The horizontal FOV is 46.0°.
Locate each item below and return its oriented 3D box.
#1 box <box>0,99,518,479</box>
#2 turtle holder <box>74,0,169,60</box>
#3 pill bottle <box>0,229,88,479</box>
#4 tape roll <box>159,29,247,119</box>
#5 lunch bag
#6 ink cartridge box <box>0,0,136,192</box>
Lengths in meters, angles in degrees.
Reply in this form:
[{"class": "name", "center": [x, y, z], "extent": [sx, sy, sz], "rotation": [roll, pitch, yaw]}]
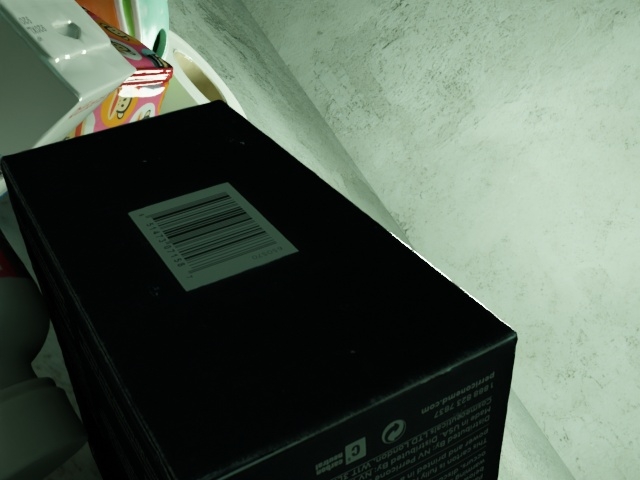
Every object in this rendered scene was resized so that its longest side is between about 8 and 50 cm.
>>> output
[{"class": "box", "center": [-0.059, 0.118, 0.524], "extent": [0.343, 0.179, 0.312], "rotation": [43, -36, 46]}, {"class": "turtle holder", "center": [-0.348, -0.321, 1.144], "extent": [0.227, 0.243, 0.320], "rotation": [68, -24, 4]}, {"class": "pill bottle", "center": [-0.291, 0.032, 0.485], "extent": [0.318, 0.176, 0.176], "rotation": [54, 15, 8]}, {"class": "tape roll", "center": [-0.266, -0.283, 1.473], "extent": [0.286, 0.100, 0.286], "rotation": [47, 16, -17]}, {"class": "lunch bag", "center": [-0.345, -0.214, 0.874], "extent": [0.293, 0.120, 0.258], "rotation": [28, 20, 7]}, {"class": "ink cartridge box", "center": [-0.320, -0.130, 0.672], "extent": [0.168, 0.233, 0.171], "rotation": [48, 14, -14]}]
